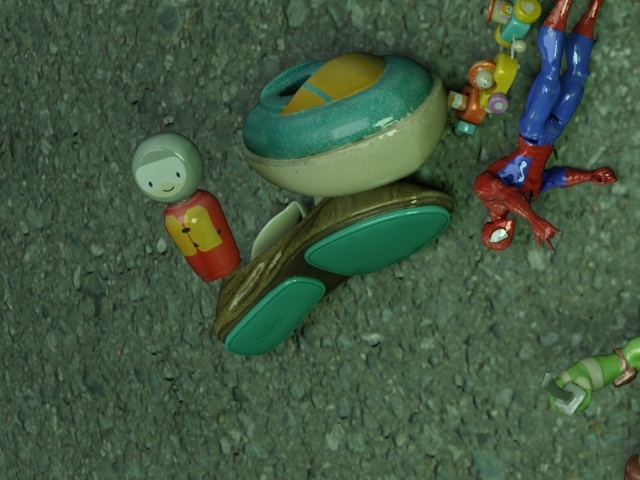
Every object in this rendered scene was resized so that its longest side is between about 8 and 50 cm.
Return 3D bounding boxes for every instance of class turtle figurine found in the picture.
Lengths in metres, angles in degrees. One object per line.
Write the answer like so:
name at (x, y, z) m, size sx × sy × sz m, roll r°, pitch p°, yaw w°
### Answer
turtle figurine at (0.289, 0.179, 1.191) m, size 0.198 × 0.274 × 0.266 m, roll -3°, pitch 117°, yaw 9°

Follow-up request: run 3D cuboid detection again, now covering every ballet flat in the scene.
ballet flat at (0.000, 0.000, 1.535) m, size 0.342 × 0.116 × 0.124 m, roll -39°, pitch 49°, yaw 38°

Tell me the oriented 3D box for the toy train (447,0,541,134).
toy train at (0.161, -0.181, 1.377) m, size 0.125 × 0.046 × 0.166 m, roll -111°, pitch 40°, yaw -74°

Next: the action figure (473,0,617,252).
action figure at (0.234, -0.099, 1.332) m, size 0.139 × 0.091 × 0.280 m, roll 41°, pitch 117°, yaw 39°

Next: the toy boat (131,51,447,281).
toy boat at (-0.030, -0.099, 1.391) m, size 0.267 × 0.318 × 0.148 m, roll 6°, pitch 127°, yaw 59°
